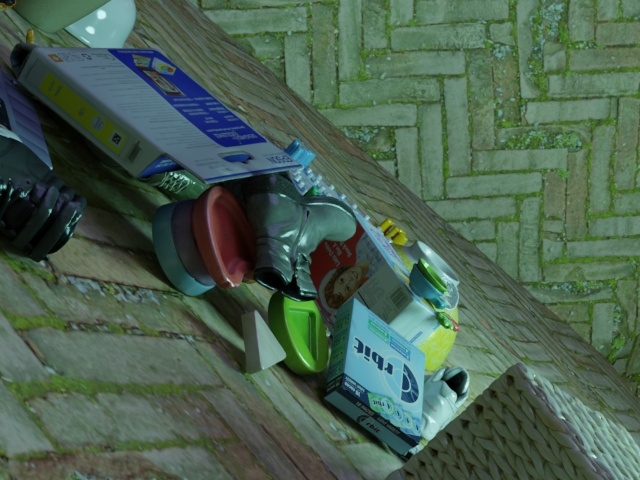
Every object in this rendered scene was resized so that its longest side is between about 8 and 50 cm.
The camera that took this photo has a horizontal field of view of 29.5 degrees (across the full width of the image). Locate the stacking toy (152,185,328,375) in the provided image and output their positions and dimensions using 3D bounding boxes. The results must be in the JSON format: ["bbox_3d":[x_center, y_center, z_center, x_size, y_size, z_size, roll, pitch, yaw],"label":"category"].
[{"bbox_3d":[-0.119,0.070,1.696,0.309,0.130,0.279,8,64,-66],"label":"stacking toy"}]

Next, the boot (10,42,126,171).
[{"bbox_3d":[-0.361,-0.195,1.766,0.123,0.095,0.258,13,26,-51],"label":"boot"}]

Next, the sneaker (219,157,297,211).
[{"bbox_3d":[-0.101,-0.065,2.155,0.341,0.125,0.139,-114,-177,-68],"label":"sneaker"}]

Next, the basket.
[{"bbox_3d":[0.311,0.381,1.548,0.328,0.266,0.331,32,15,-42],"label":"basket"}]

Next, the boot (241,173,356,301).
[{"bbox_3d":[-0.027,0.015,1.701,0.246,0.083,0.161,20,57,-54],"label":"boot"}]

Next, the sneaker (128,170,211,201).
[{"bbox_3d":[-0.250,-0.103,1.855,0.192,0.064,0.086,39,20,-19],"label":"sneaker"}]

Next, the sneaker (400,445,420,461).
[{"bbox_3d":[0.133,0.314,1.764,0.037,0.032,0.083,11,27,-44],"label":"sneaker"}]

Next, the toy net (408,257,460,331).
[{"bbox_3d":[0.201,0.088,1.981,0.122,0.045,0.232,48,10,10],"label":"toy net"}]

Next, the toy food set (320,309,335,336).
[{"bbox_3d":[-0.025,0.125,1.910,0.122,0.019,0.078,18,27,-48],"label":"toy food set"}]

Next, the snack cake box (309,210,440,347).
[{"bbox_3d":[0.074,0.089,2.029,0.089,0.152,0.264,35,15,-40],"label":"snack cake box"}]

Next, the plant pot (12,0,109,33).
[{"bbox_3d":[-0.424,-0.501,2.112,0.256,0.274,0.256,41,12,-11],"label":"plant pot"}]

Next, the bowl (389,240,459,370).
[{"bbox_3d":[0.171,0.093,2.331,0.289,0.156,0.289,41,13,-11],"label":"bowl"}]

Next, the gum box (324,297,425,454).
[{"bbox_3d":[0.083,0.196,1.773,0.157,0.041,0.184,39,33,-23],"label":"gum box"}]

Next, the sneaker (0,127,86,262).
[{"bbox_3d":[-0.332,-0.047,1.263,0.147,0.104,0.296,40,7,4],"label":"sneaker"}]

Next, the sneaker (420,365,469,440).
[{"bbox_3d":[0.203,0.251,1.986,0.090,0.115,0.232,45,12,3],"label":"sneaker"}]

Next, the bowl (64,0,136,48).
[{"bbox_3d":[-0.456,-0.498,2.341,0.298,0.134,0.298,42,12,-11],"label":"bowl"}]

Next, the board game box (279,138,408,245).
[{"bbox_3d":[0.082,-0.046,2.764,0.390,0.050,0.390,40,12,-21],"label":"board game box"}]

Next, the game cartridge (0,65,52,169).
[{"bbox_3d":[-0.484,-0.212,1.457,0.355,0.068,0.230,35,11,-36],"label":"game cartridge"}]

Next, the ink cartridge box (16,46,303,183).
[{"bbox_3d":[-0.213,-0.160,1.690,0.307,0.072,0.304,41,21,14],"label":"ink cartridge box"}]

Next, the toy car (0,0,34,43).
[{"bbox_3d":[-0.509,-0.358,1.964,0.122,0.060,0.040,65,-27,15],"label":"toy car"}]
